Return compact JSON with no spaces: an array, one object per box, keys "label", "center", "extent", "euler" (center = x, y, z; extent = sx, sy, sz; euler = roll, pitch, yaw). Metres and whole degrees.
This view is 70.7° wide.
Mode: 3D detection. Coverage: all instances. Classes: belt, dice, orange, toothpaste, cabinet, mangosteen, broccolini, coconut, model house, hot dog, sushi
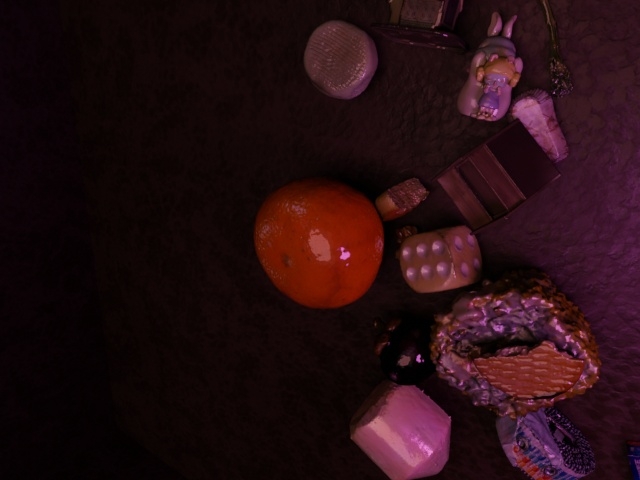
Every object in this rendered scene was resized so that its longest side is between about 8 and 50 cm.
[{"label":"belt","center":[0.623,0.564,1.271],"extent":[0.258,0.207,0.150],"euler":[38,123,6]},{"label":"dice","center":[0.334,0.052,1.257],"extent":[0.169,0.170,0.166],"euler":[-17,83,44]},{"label":"orange","center":[0.000,0.000,1.380],"extent":[0.424,0.326,0.423],"euler":[26,131,34]},{"label":"toothpaste","center":[0.913,0.702,1.224],"extent":[0.077,0.066,0.320],"euler":[-13,100,36]},{"label":"cabinet","center":[0.418,-0.150,1.096],"extent":[0.174,0.215,0.148],"euler":[54,157,4]},{"label":"mangosteen","center":[0.258,0.333,1.424],"extent":[0.250,0.211,0.211],"euler":[45,127,23]},{"label":"broccolini","center":[0.534,-0.446,1.031],"extent":[0.051,0.054,0.238],"euler":[-4,104,49]},{"label":"coconut","center":[0.281,0.627,1.479],"extent":[0.309,0.297,0.297],"euler":[42,126,8]},{"label":"model house","center":[0.270,-0.609,1.058],"extent":[0.219,0.205,0.278],"euler":[22,112,24]},{"label":"hot dog","center":[0.525,-0.270,1.097],"extent":[0.108,0.059,0.191],"euler":[-15,105,45]},{"label":"sushi","center":[0.497,0.266,1.218],"extent":[0.397,0.240,0.351],"euler":[-39,84,34]}]

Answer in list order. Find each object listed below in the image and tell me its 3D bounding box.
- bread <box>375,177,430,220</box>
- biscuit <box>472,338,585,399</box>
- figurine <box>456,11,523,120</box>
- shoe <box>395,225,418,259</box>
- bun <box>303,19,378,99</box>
[{"label":"bread","center":[0.228,-0.112,1.307],"extent":[0.086,0.156,0.125],"euler":[59,154,5]},{"label":"biscuit","center":[0.487,0.299,1.076],"extent":[0.229,0.031,0.176],"euler":[17,112,24]},{"label":"figurine","center":[0.408,-0.410,1.062],"extent":[0.127,0.155,0.235],"euler":[16,115,16]},{"label":"shoe","center":[0.261,0.008,1.374],"extent":[0.069,0.072,0.108],"euler":[0,119,-7]},{"label":"bun","center":[0.063,-0.505,1.276],"extent":[0.222,0.108,0.221],"euler":[7,104,28]}]
